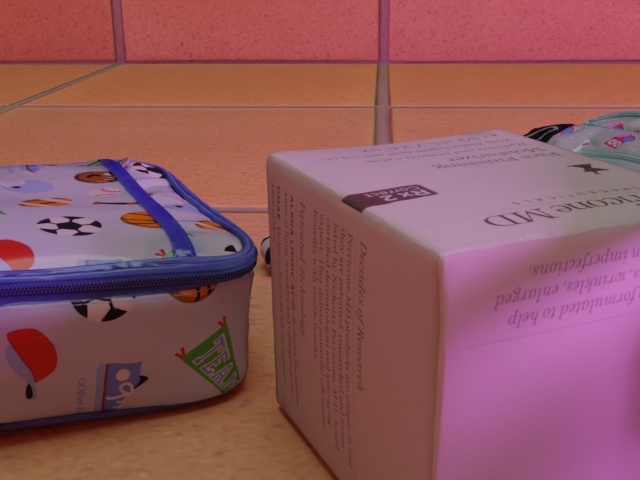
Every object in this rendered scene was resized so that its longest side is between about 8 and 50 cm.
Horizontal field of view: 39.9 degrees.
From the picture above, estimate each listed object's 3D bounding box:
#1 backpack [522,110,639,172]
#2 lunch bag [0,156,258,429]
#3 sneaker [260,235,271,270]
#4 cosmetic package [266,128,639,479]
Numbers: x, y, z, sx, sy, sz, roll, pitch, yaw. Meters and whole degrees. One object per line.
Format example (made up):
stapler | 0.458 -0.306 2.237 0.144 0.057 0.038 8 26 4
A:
backpack | 0.209 -0.009 0.531 0.182 0.152 0.115 18 67 51
lunch bag | -0.177 0.013 0.596 0.243 0.115 0.303 -5 19 -22
sneaker | 0.000 0.000 0.746 0.109 0.040 0.044 -6 16 -18
cosmetic package | 0.074 0.039 0.434 0.151 0.151 0.184 -9 20 -22
